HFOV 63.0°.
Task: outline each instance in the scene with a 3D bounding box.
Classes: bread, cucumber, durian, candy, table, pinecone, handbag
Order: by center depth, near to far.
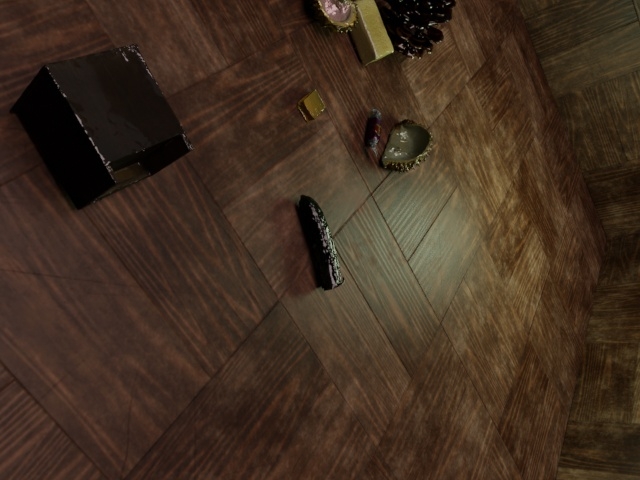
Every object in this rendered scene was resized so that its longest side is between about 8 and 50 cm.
[{"bbox_3d":[-0.360,-0.183,0.869,0.169,0.173,0.193,-40,106,-44],"label":"table"},{"bbox_3d":[0.002,0.000,1.301,0.067,0.067,0.245,-15,90,-48],"label":"cucumber"},{"bbox_3d":[-0.022,-0.360,1.395,0.061,0.027,0.083,57,44,-21],"label":"handbag"},{"bbox_3d":[0.006,-0.669,1.476,0.224,0.078,0.140,39,65,-21],"label":"durian"},{"bbox_3d":[0.162,-0.327,1.578,0.045,0.043,0.174,33,54,-36],"label":"candy"},{"bbox_3d":[0.147,-0.653,1.625,0.125,0.068,0.188,-38,108,-45],"label":"bread"},{"bbox_3d":[0.279,-0.297,1.657,0.139,0.144,0.252,29,62,-14],"label":"durian"},{"bbox_3d":[0.316,-0.734,1.667,0.247,0.292,0.246,8,64,-18],"label":"pinecone"}]
